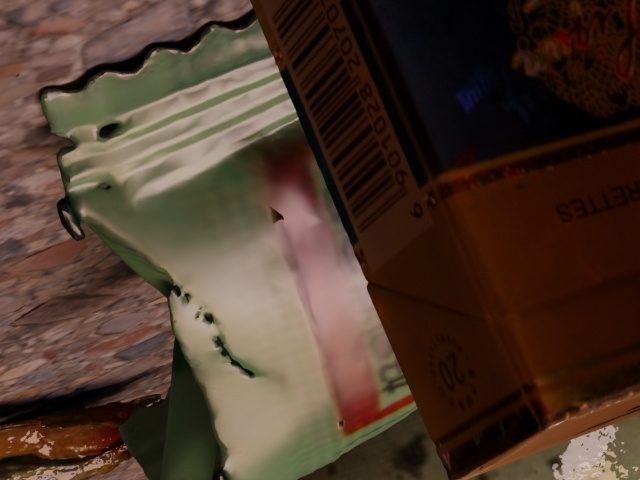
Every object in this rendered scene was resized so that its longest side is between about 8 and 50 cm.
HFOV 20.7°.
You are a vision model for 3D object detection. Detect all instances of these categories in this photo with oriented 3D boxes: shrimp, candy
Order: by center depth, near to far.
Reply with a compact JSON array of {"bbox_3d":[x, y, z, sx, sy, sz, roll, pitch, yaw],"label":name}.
[{"bbox_3d":[-0.003,-0.005,0.929,0.263,0.172,0.398,-30,149,-16],"label":"candy"},{"bbox_3d":[-0.226,0.162,1.348,0.294,0.062,0.154,-16,159,-25],"label":"shrimp"}]

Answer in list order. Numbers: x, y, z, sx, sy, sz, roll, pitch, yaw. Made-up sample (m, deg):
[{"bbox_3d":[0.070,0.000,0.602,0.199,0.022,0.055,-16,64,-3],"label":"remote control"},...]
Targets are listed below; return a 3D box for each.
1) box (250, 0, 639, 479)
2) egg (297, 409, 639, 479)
[{"bbox_3d":[0.070,-0.059,0.569,0.152,0.237,0.070,-16,169,-29],"label":"box"},{"bbox_3d":[0.127,0.132,1.343,0.287,0.288,0.379,-9,147,-47],"label":"egg"}]
